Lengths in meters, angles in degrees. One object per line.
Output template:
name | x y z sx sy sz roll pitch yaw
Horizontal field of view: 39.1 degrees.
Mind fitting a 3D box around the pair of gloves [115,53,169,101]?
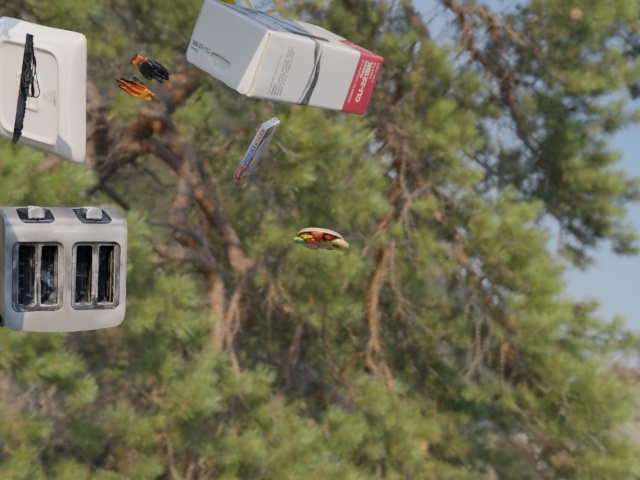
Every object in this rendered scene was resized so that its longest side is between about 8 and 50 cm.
pair of gloves | -0.307 -0.280 1.556 0.074 0.083 0.010 26 36 -33

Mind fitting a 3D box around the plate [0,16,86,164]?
plate | -0.608 -0.320 1.926 0.278 0.277 0.045 18 22 30

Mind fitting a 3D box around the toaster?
toaster | -0.359 0.043 1.244 0.168 0.185 0.110 1 8 -23

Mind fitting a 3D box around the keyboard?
keyboard | -0.523 -0.273 1.619 0.038 0.192 0.100 7 -15 -19

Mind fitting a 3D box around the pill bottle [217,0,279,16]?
pill bottle | -0.149 -0.442 1.728 0.208 0.118 0.117 61 0 -7

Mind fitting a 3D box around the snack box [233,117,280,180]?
snack box | -0.160 -0.228 2.251 0.022 0.178 0.064 40 36 8

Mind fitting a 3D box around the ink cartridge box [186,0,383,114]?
ink cartridge box | -0.061 -0.314 1.554 0.273 0.114 0.197 0 27 -45

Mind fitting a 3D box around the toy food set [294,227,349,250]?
toy food set | 0.000 0.000 1.513 0.083 0.020 0.083 -8 -23 42
